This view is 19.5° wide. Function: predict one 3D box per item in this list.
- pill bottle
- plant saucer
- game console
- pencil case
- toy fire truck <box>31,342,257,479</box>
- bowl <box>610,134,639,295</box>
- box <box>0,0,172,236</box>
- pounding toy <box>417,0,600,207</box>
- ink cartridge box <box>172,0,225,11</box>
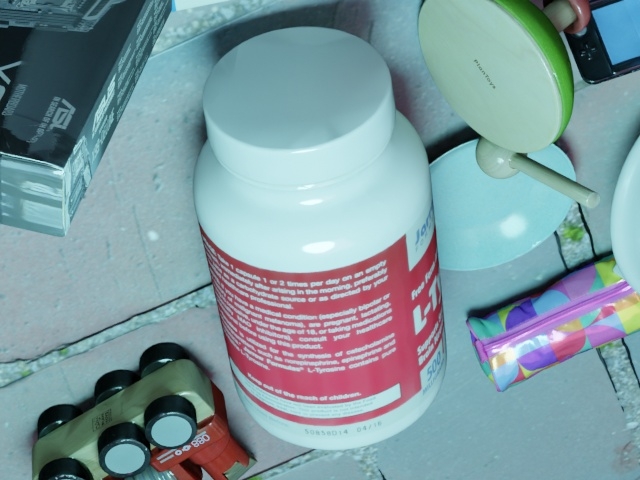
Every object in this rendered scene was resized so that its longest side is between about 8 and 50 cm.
[{"bbox_3d":[0.000,0.000,1.816,0.229,0.229,0.407,-14,136,-5],"label":"pill bottle"},{"bbox_3d":[0.172,-0.049,1.963,0.195,0.037,0.195,-10,136,-10],"label":"plant saucer"},{"bbox_3d":[0.304,-0.236,1.792,0.144,0.124,0.085,-18,163,0],"label":"game console"},{"bbox_3d":[0.283,0.084,2.089,0.236,0.104,0.104,-27,136,8],"label":"pencil case"},{"bbox_3d":[-0.175,0.252,2.088,0.217,0.158,0.246,-31,124,12],"label":"toy fire truck"},{"bbox_3d":[0.464,-0.028,1.949,0.298,0.134,0.297,-12,120,-21],"label":"bowl"},{"bbox_3d":[-0.271,-0.149,1.471,0.243,0.307,0.076,13,133,6],"label":"box"},{"bbox_3d":[0.204,-0.166,1.786,0.110,0.183,0.236,-38,122,-25],"label":"pounding toy"},{"bbox_3d":[-0.072,-0.286,1.618,0.231,0.078,0.134,-12,136,-7],"label":"ink cartridge box"}]
